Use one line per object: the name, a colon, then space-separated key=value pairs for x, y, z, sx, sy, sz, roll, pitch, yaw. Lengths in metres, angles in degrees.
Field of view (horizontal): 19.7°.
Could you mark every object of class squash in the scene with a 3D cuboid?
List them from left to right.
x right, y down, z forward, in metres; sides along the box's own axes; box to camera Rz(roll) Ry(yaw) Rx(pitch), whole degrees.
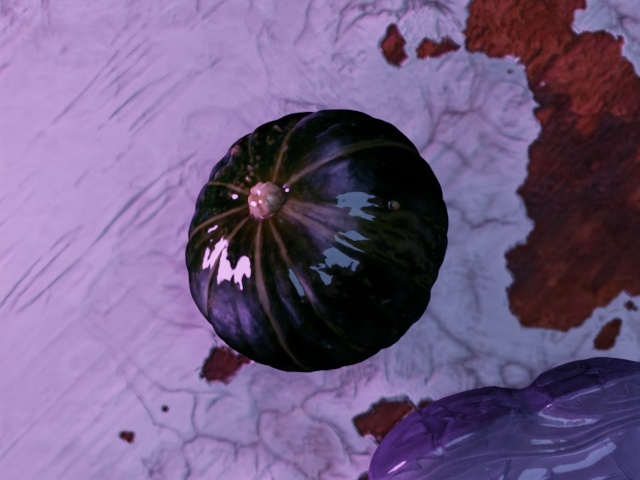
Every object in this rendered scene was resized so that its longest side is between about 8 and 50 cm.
squash: x=-0.002 y=0.000 z=1.455 sx=0.172 sy=0.218 sz=0.218 roll=33 pitch=79 yaw=-38

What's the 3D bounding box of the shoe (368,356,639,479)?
shoe: x=0.165 y=0.189 z=1.504 sx=0.245 sy=0.095 sz=0.137 roll=-17 pitch=101 yaw=-4
